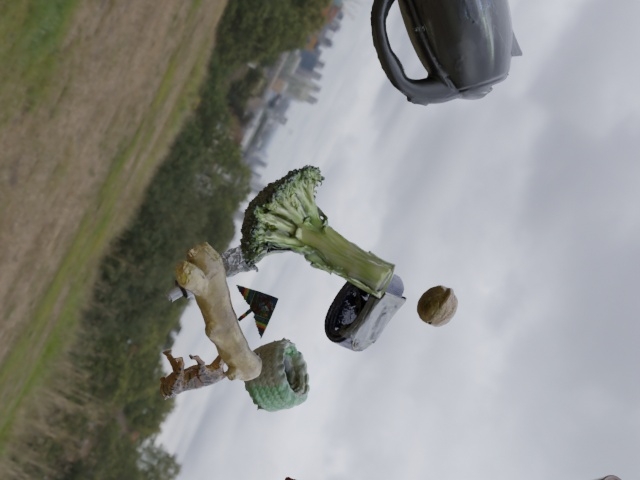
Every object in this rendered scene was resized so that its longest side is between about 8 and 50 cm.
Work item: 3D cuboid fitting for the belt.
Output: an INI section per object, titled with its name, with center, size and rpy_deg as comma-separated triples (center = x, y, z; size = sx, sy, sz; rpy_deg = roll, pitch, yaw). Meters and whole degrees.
[belt]
center = 0.119, 0.178, 2.145
size = 0.230, 0.126, 0.139
rpy_deg = -55, -136, 8

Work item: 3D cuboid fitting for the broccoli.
[broccoli]
center = 0.005, -0.013, 1.876
size = 0.221, 0.362, 0.252
rpy_deg = 119, -16, -46

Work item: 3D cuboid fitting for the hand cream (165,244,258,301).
[hand cream]
center = -0.258, 0.079, 1.978
size = 0.257, 0.084, 0.050
rpy_deg = -26, 159, -39

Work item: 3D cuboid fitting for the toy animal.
[toy animal]
center = -0.272, 0.314, 2.017
size = 0.114, 0.255, 0.116
rpy_deg = -105, -175, -82

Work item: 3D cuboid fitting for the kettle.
[kettle]
center = 0.260, -0.443, 1.760
size = 0.321, 0.324, 0.228
rpy_deg = -22, -169, -16

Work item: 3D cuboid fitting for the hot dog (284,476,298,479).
[hot dog]
center = -0.053, 0.774, 2.592
size = 0.062, 0.144, 0.038
rpy_deg = -28, 129, -51

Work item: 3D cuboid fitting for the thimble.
[thimble]
center = -0.137, 0.415, 2.576
size = 0.150, 0.219, 0.219
rpy_deg = -17, -153, 20

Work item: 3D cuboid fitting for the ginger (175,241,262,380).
[ginger]
center = -0.178, 0.140, 1.527
size = 0.065, 0.298, 0.118
rpy_deg = -7, -151, 30

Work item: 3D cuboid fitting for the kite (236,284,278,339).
[kite]
center = -0.123, 0.130, 1.622
size = 0.090, 0.122, 0.004
rpy_deg = -28, 160, -13

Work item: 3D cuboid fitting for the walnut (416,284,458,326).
[walnut]
center = 0.315, 0.173, 2.236
size = 0.124, 0.105, 0.105
rpy_deg = -52, -178, -21

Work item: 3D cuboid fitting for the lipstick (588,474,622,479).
[lipstick]
center = 0.637, 0.620, 2.018
size = 0.254, 0.070, 0.070
rpy_deg = 122, -8, -62
